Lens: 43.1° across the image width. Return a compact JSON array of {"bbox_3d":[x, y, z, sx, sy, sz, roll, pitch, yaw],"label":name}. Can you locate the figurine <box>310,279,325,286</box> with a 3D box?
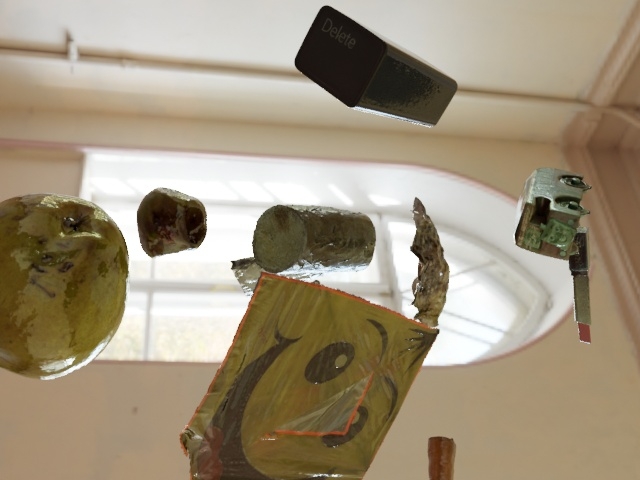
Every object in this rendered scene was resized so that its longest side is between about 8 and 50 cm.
[{"bbox_3d":[-0.036,0.164,2.127,0.068,0.143,0.101,-38,103,-54],"label":"figurine"}]

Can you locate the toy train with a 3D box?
[{"bbox_3d":[0.538,-0.070,1.878,0.326,0.159,0.129,-52,155,-60],"label":"toy train"}]

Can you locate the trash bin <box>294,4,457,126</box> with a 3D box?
[{"bbox_3d":[0.100,-0.278,1.333,0.165,0.225,0.115,42,-67,36],"label":"trash bin"}]

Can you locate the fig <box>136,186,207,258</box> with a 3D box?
[{"bbox_3d":[-0.307,-0.046,1.663,0.165,0.144,0.154,-113,-151,-42],"label":"fig"}]

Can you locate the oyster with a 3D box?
[{"bbox_3d":[0.265,0.052,2.009,0.271,0.100,0.275,54,39,-55],"label":"oyster"}]

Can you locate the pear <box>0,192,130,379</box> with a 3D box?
[{"bbox_3d":[-0.454,0.063,1.349,0.304,0.304,0.304,-177,-90,-80],"label":"pear"}]

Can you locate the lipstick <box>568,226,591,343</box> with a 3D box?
[{"bbox_3d":[0.663,0.122,2.062,0.051,0.051,0.312,-38,124,-62],"label":"lipstick"}]

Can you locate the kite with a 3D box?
[{"bbox_3d":[0.003,0.170,0.867,0.013,0.327,0.377,36,-35,50],"label":"kite"}]

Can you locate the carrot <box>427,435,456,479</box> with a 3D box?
[{"bbox_3d":[0.290,0.580,1.953,0.072,0.072,0.205,108,-9,-57],"label":"carrot"}]

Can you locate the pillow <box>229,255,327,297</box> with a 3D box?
[{"bbox_3d":[-0.080,0.064,1.845,0.148,0.230,0.050,75,1,-60],"label":"pillow"}]

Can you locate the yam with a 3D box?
[{"bbox_3d":[0.000,0.000,1.665,0.154,0.254,0.154,-9,-100,57],"label":"yam"}]
